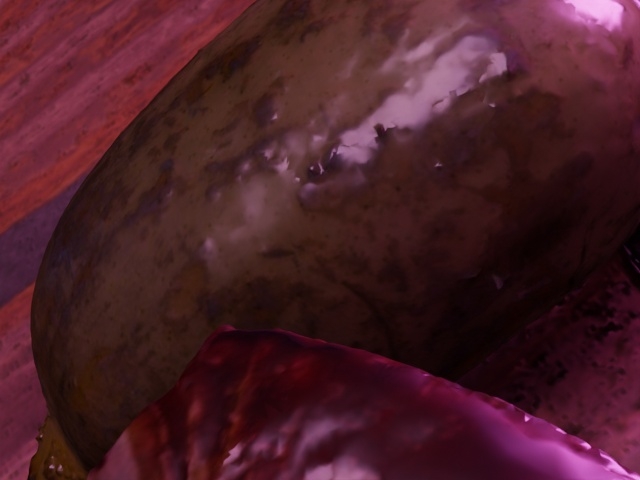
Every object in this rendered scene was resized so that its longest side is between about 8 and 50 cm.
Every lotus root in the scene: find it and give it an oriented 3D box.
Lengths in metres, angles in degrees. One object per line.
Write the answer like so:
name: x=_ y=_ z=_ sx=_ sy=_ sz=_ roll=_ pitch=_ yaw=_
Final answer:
lotus root: x=0.000 y=0.000 z=0.681 sx=0.309 sy=0.173 sz=0.173 roll=-41 pitch=37 yaw=10

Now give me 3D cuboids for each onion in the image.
onion: x=0.030 y=0.162 z=0.447 sx=0.207 sy=0.216 sz=0.206 roll=15 pitch=67 yaw=39
